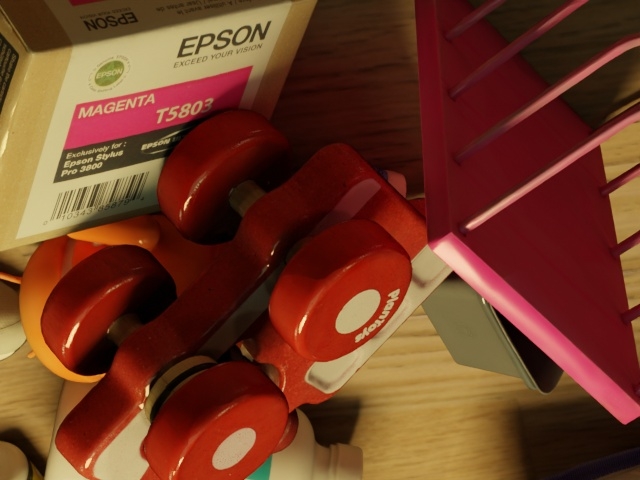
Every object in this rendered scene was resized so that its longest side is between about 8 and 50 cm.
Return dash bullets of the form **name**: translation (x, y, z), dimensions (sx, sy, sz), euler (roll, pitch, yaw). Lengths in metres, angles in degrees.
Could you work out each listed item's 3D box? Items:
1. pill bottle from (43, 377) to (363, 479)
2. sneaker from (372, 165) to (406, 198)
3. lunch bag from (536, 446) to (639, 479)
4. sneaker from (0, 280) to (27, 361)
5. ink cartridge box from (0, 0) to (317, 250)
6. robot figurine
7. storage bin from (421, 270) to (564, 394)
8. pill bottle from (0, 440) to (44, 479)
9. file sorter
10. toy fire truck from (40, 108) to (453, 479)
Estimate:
- **pill bottle**: translation (-0.101, 0.201, 1.541), dimensions (0.264, 0.146, 0.146), euler (10, 133, -5)
- **sneaker**: translation (0.000, -0.001, 1.404), dimensions (0.084, 0.058, 0.152), euler (15, 128, -18)
- **lunch bag**: translation (0.329, 0.354, 1.558), dimensions (0.385, 0.239, 0.328), euler (-14, 123, -21)
- **sneaker**: translation (-0.335, 0.008, 1.415), dimensions (0.262, 0.099, 0.121), euler (27, 125, -21)
- **ink cartridge box**: translation (-0.138, -0.104, 1.219), dimensions (0.234, 0.088, 0.193), euler (-17, 147, -36)
- **robot figurine**: translation (-0.142, 0.043, 1.411), dimensions (0.219, 0.128, 0.158), euler (-9, 168, 11)
- **storage bin**: translation (0.138, 0.046, 1.428), dimensions (0.091, 0.098, 0.135), euler (5, 141, 38)
- **pill bottle**: translation (-0.274, 0.276, 1.651), dimensions (0.103, 0.103, 0.184), euler (-16, 130, 18)
- **file sorter**: translation (0.196, -0.077, 1.169), dimensions (0.182, 0.291, 0.202), euler (-34, 123, 26)
- **toy fire truck**: translation (-0.038, 0.069, 1.286), dimensions (0.302, 0.169, 0.254), euler (-48, 149, 3)
